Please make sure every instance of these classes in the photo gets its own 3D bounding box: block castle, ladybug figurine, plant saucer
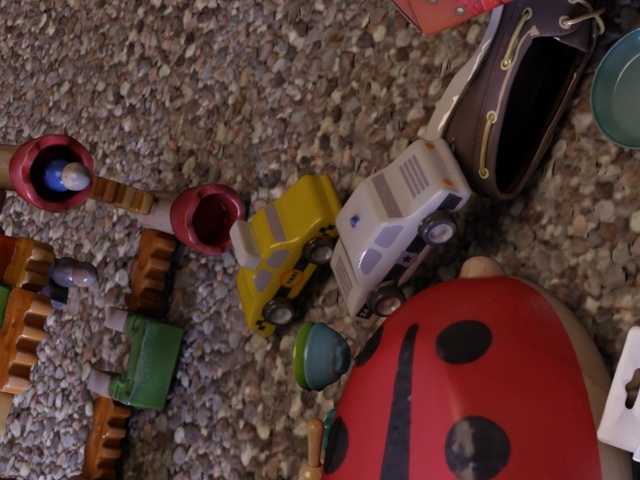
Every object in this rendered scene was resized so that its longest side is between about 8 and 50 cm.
[{"bbox_3d":[-0.278,0.122,1.379,0.213,0.303,0.453,10,83,52],"label":"block castle"},{"bbox_3d":[0.112,0.229,1.056,0.305,0.162,0.449,-11,69,42],"label":"ladybug figurine"},{"bbox_3d":[0.300,-0.137,1.092,0.119,0.021,0.119,-15,67,40],"label":"plant saucer"}]

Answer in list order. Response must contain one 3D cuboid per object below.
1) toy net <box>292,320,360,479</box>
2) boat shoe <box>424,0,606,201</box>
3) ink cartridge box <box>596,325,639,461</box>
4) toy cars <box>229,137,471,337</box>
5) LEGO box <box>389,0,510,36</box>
[{"bbox_3d":[-0.002,0.200,1.182,0.045,0.122,0.232,3,65,21],"label":"toy net"},{"bbox_3d":[0.211,-0.192,1.133,0.097,0.117,0.324,41,110,43],"label":"boat shoe"},{"bbox_3d":[0.306,0.136,0.921,0.180,0.060,0.104,17,89,21],"label":"ink cartridge box"},{"bbox_3d":[0.000,0.000,1.233,0.394,0.087,0.176,-12,67,58],"label":"toy cars"},{"bbox_3d":[0.219,-0.471,1.051,0.373,0.193,0.500,-17,45,40],"label":"LEGO box"}]
